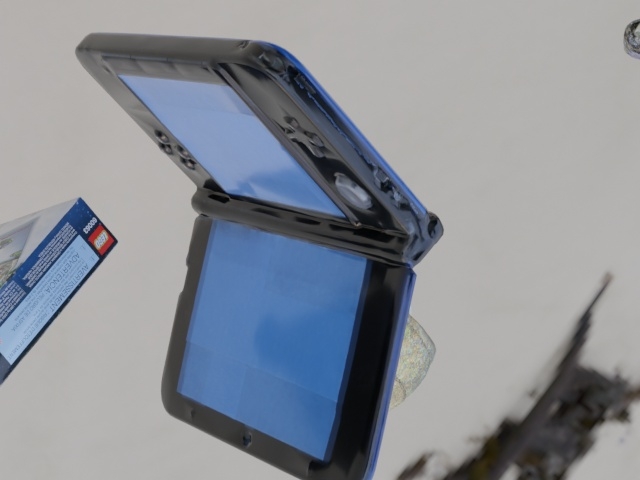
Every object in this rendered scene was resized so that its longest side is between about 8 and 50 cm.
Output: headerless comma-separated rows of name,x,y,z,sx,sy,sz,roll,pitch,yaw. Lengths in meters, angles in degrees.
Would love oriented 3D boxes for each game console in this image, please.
game console,-0.071,0.006,1.107,0.250,0.293,0.173,47,72,-28

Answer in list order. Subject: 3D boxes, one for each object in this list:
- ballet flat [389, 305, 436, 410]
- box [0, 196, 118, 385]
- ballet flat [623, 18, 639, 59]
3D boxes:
ballet flat,0.000,0.000,1.592,0.123,0.349,0.123,-31,-175,3
box,-0.260,0.058,1.138,0.044,0.233,0.159,51,52,-21
ballet flat,0.301,-0.160,1.356,0.041,0.114,0.041,-36,134,-49
